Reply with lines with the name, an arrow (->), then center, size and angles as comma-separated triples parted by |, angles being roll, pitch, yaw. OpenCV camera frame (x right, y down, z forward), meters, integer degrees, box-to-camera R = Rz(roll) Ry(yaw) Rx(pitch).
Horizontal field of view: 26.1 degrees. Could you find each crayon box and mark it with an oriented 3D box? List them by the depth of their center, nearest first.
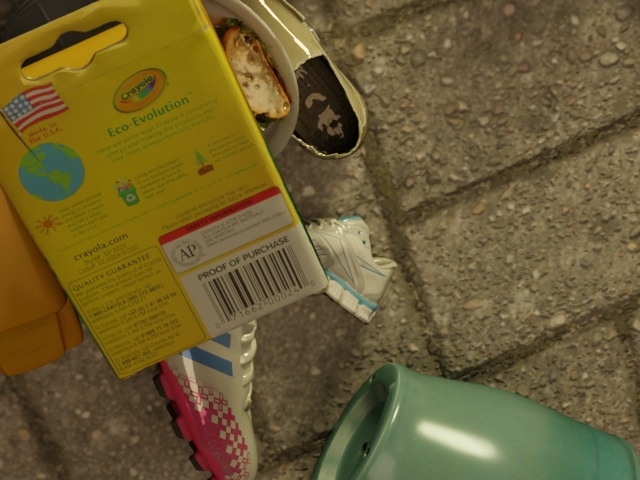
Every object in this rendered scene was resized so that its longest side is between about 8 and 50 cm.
crayon box -> -0.142, -0.058, 1.115 | 0.202, 0.081, 0.318 | -23, 124, 0

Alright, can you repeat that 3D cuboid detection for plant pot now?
plant pot -> 0.135, 0.257, 1.373 | 0.255, 0.271, 0.271 | 31, 98, -10

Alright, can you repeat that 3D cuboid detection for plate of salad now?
plate of salad -> -0.115, -0.134, 1.203 | 0.200, 0.048, 0.200 | 12, 130, 15

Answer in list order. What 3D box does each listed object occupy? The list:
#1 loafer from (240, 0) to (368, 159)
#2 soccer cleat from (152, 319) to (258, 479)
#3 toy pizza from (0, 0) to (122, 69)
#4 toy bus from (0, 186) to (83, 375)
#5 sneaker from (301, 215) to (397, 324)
loafer -> -0.045, -0.168, 1.242 | 0.268, 0.092, 0.102 | 39, 94, -25
soccer cleat -> -0.100, 0.093, 1.306 | 0.143, 0.116, 0.331 | -25, 114, -7
toy pizza -> -0.188, -0.127, 1.193 | 0.201, 0.032, 0.201 | 12, 122, 20
toy bus -> -0.300, -0.032, 1.189 | 0.108, 0.130, 0.332 | -20, 114, -10
sneaker -> 0.000, 0.000, 1.338 | 0.191, 0.071, 0.083 | 37, 89, -34
